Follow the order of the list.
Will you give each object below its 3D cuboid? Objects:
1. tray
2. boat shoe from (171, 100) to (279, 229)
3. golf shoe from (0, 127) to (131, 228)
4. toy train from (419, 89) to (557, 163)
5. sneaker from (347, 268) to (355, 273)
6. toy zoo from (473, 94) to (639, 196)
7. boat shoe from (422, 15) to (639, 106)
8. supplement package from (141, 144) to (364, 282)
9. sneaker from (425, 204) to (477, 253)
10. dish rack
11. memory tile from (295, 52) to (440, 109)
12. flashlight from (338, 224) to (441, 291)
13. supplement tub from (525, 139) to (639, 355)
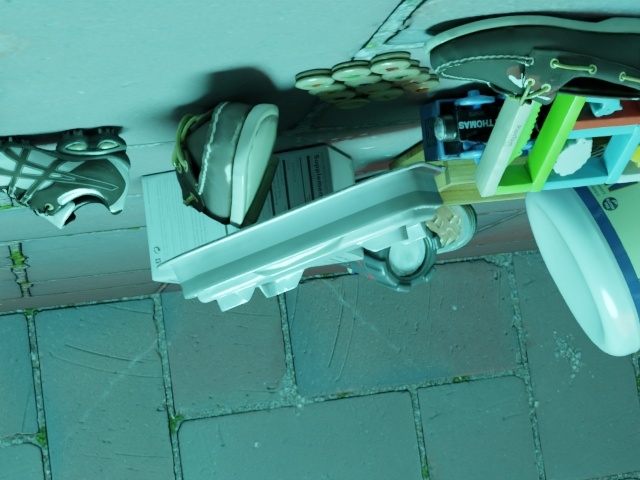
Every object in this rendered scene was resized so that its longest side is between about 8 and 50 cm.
[{"bbox_3d":[0.317,-0.107,1.656,0.410,0.076,0.203,-7,174,-17],"label":"tray"},{"bbox_3d":[-0.099,-0.077,1.249,0.096,0.117,0.324,21,174,0],"label":"boat shoe"},{"bbox_3d":[-0.290,-0.056,1.272,0.198,0.094,0.077,-6,175,1],"label":"golf shoe"},{"bbox_3d":[0.198,-0.124,1.347,0.184,0.080,0.105,-7,-177,-17],"label":"toy train"},{"bbox_3d":[0.130,-0.006,2.096,0.296,0.131,0.112,-4,171,-43],"label":"sneaker"},{"bbox_3d":[0.315,-0.126,1.267,0.293,0.030,0.192,-7,145,-16],"label":"toy zoo"},{"bbox_3d":[0.197,-0.152,1.095,0.227,0.069,0.081,-5,173,-23],"label":"boat shoe"},{"bbox_3d":[-0.082,-0.028,1.591,0.244,0.134,0.139,-9,174,13],"label":"supplement package"},{"bbox_3d":[0.119,-0.041,1.848,0.302,0.108,0.121,6,-169,43],"label":"sneaker"},{"bbox_3d":[0.000,0.000,1.330,0.285,0.072,0.333,-21,177,10],"label":"dish rack"},{"bbox_3d":[0.046,-0.150,1.200,0.113,0.012,0.148,-10,174,19],"label":"memory tile"},{"bbox_3d":[0.041,-0.011,1.741,0.103,0.103,0.304,4,-169,-31],"label":"flashlight"},{"bbox_3d":[0.431,-0.032,1.473,0.324,0.235,0.235,-26,174,-1],"label":"supplement tub"}]
